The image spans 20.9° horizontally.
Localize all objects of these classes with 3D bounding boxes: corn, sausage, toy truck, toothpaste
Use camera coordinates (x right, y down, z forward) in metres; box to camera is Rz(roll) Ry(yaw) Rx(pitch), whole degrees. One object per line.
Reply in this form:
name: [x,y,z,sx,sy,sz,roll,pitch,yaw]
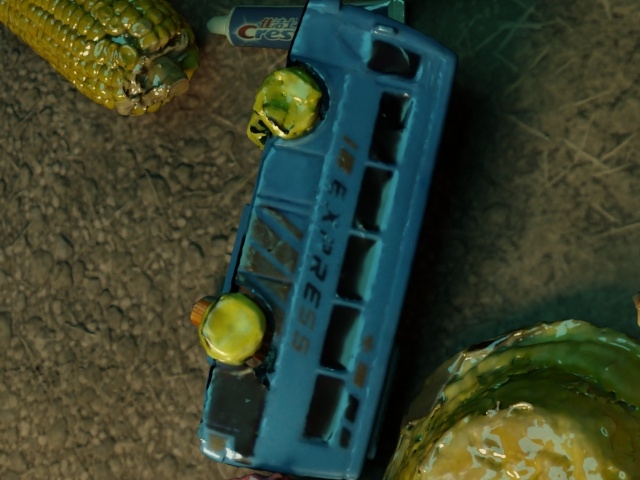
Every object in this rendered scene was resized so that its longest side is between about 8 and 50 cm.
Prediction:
corn: [-0.229,-0.214,1.610,0.322,0.119,0.119,35,96,30]
sausage: [-0.064,0.081,1.505,0.107,0.031,0.031,26,91,30]
toy truck: [0.000,0.000,1.409,0.162,0.161,0.385,13,84,-2]
toothpaste: [-0.014,-0.189,1.541,0.197,0.035,0.057,5,97,27]

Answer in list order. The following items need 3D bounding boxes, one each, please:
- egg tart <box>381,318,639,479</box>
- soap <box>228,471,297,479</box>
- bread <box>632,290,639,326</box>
egg tart: [0.165,0.220,1.296,0.341,0.132,0.341,-7,73,26]
soap: [-0.038,0.339,1.348,0.112,0.182,0.289,-11,68,23]
bread: [0.395,0.064,1.103,0.324,0.333,0.143,-16,74,20]
